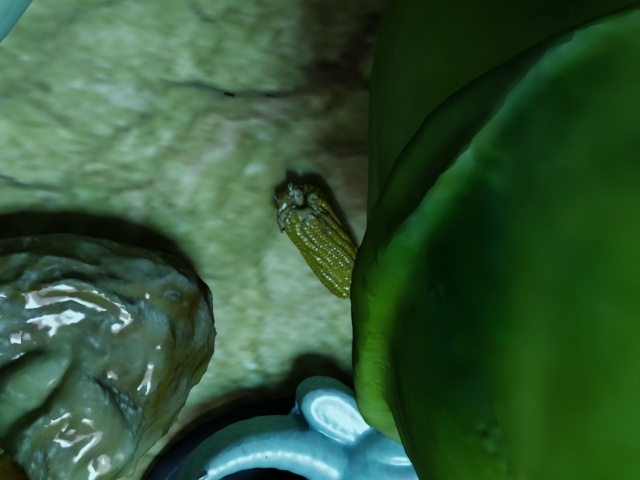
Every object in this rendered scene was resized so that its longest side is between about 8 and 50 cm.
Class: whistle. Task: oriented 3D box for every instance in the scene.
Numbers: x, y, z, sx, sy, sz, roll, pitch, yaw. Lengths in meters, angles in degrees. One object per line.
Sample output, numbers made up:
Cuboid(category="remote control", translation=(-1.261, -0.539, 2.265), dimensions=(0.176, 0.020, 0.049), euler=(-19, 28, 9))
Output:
Cuboid(category="whistle", translation=(0.030, 0.143, 0.941), dimensions=(0.274, 0.093, 0.186), euler=(-39, 106, 3))

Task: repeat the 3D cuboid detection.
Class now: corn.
Cuboid(category="corn", translation=(0.000, 0.000, 0.861), dimensions=(0.028, 0.027, 0.083), euler=(-13, 141, 16))

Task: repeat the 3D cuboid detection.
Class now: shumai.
Cuboid(category="shumai", translation=(-0.141, 0.092, 0.815), dimensions=(0.209, 0.153, 0.161), euler=(-22, 130, 5))

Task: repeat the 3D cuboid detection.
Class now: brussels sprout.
Cuboid(category="brussels sprout", translation=(0.167, 0.005, 0.654), dimensions=(0.342, 0.425, 0.361), euler=(3, -176, 32))

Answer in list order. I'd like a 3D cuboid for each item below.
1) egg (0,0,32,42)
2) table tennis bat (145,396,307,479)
Cuboid(category="egg", translation=(-0.211, -0.125, 0.477), dimensions=(0.389, 0.276, 0.276), euler=(-32, 135, 12))
Cuboid(category="table tennis bat", translation=(-0.016, 0.170, 1.023), dimensions=(0.150, 0.027, 0.236), euler=(-23, 135, 0))
